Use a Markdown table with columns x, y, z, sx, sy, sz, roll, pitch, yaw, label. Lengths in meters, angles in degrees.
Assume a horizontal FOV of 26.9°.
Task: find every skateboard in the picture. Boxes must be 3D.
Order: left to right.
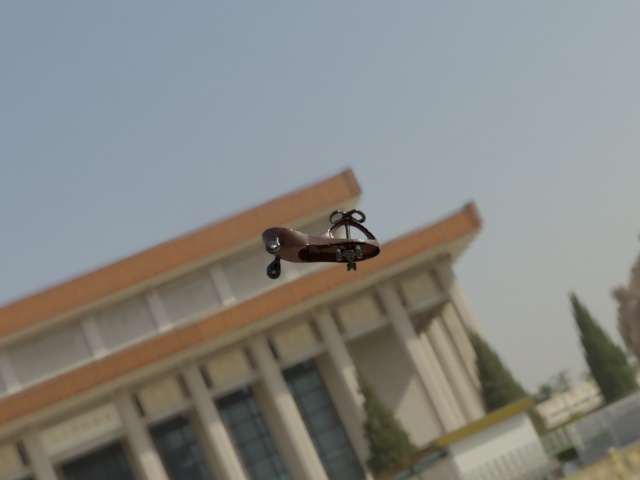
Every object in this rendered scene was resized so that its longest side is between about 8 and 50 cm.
| x | y | z | sx | sy | sz | roll | pitch | yaw | label |
| --- | --- | --- | --- | --- | --- | --- | --- | --- | --- |
| 0.000 | 0.000 | 1.714 | 0.151 | 0.080 | 0.067 | -1 | -35 | -2 | skateboard |
